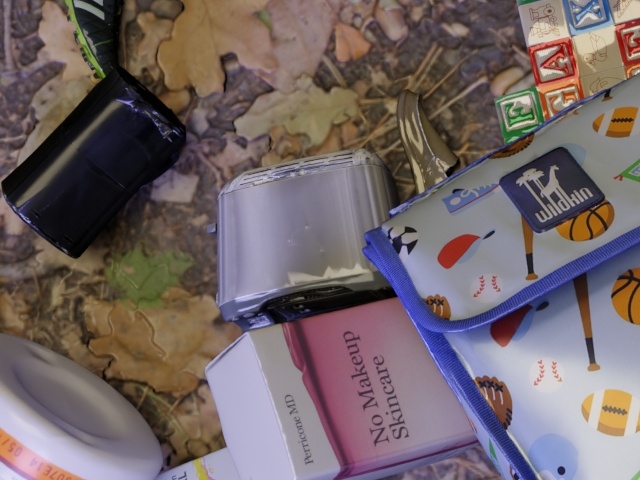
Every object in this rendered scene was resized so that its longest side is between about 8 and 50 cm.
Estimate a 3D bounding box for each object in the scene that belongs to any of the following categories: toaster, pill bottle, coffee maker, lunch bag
[{"bbox_3d":[0.000,0.000,1.835,0.227,0.129,0.146,-12,76,14],"label":"toaster"},{"bbox_3d":[-0.347,0.305,1.809,0.224,0.224,0.392,38,100,17],"label":"pill bottle"},{"bbox_3d":[-0.233,-0.081,1.887,0.120,0.171,0.178,42,94,1],"label":"coffee maker"},{"bbox_3d":[0.260,0.070,1.611,0.328,0.239,0.385,-30,72,-2],"label":"lunch bag"}]

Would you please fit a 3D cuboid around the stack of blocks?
[{"bbox_3d":[0.261,-0.128,1.809,0.171,0.087,0.297,-14,77,12],"label":"stack of blocks"}]

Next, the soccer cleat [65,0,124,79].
[{"bbox_3d":[-0.235,-0.249,1.976,0.072,0.060,0.179,-19,76,-2],"label":"soccer cleat"}]

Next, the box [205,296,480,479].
[{"bbox_3d":[0.033,0.146,1.744,0.232,0.127,0.148,-12,75,-27],"label":"box"}]

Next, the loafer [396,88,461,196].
[{"bbox_3d":[0.113,-0.082,1.860,0.050,0.056,0.148,-15,87,11],"label":"loafer"}]

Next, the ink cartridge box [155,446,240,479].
[{"bbox_3d":[-0.081,0.272,1.816,0.175,0.072,0.127,-23,53,9],"label":"ink cartridge box"}]
